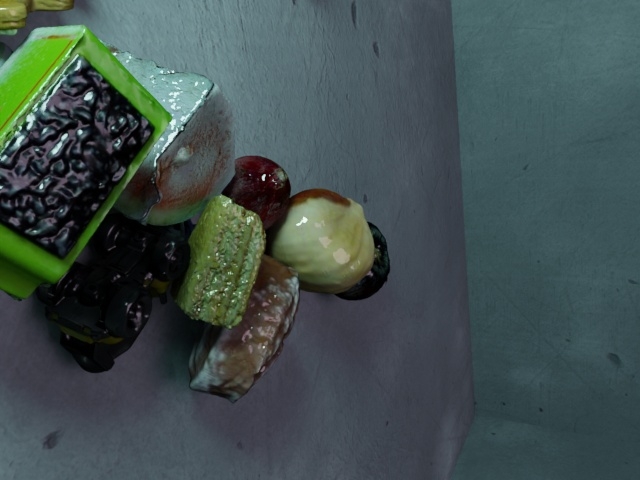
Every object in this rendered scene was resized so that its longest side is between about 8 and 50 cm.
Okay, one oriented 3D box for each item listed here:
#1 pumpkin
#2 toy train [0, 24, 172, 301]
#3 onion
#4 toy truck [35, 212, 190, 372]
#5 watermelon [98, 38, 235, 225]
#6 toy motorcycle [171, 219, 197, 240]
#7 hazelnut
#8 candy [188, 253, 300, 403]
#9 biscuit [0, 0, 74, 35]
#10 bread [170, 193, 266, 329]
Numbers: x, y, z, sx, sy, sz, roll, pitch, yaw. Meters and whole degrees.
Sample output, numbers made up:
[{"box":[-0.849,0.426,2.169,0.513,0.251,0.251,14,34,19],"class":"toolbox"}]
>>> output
[{"box":[0.095,0.052,1.456,0.233,0.163,0.233,26,59,-53],"class":"pumpkin"},{"box":[-0.333,-0.087,0.580,0.307,0.248,0.173,-61,142,-17],"class":"toy train"},{"box":[-0.122,-0.096,1.033,0.159,0.195,0.160,15,68,-41],"class":"onion"},{"box":[-0.297,0.077,0.801,0.165,0.147,0.224,95,18,-45],"class":"toy truck"},{"box":[-0.211,-0.152,0.825,0.289,0.213,0.320,28,39,-52],"class":"watermelon"},{"box":[-0.236,0.013,0.964,0.205,0.076,0.114,57,35,-42],"class":"toy motorcycle"},{"box":[0.000,0.000,1.179,0.241,0.261,0.261,-44,132,-21],"class":"hazelnut"},{"box":[-0.138,0.161,0.995,0.214,0.157,0.290,-50,-164,59],"class":"candy"},{"box":[-0.376,-0.283,0.618,0.240,0.158,0.035,-88,-173,-57],"class":"biscuit"},{"box":[-0.160,0.030,0.853,0.102,0.138,0.196,19,90,-29],"class":"bread"}]
